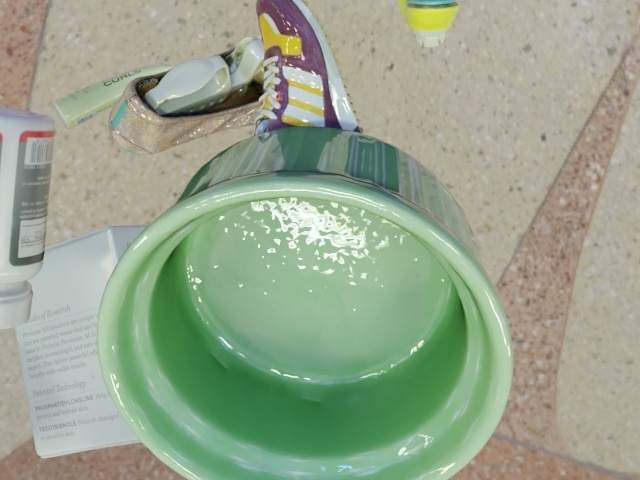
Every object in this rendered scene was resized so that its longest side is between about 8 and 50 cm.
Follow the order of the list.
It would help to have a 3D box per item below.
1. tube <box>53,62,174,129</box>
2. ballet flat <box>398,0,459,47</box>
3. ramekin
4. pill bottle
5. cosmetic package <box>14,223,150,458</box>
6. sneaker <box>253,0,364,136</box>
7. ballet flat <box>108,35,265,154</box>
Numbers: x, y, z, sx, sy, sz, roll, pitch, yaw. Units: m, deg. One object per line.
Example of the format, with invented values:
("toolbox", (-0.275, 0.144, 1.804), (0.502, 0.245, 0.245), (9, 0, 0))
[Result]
("tube", (-0.407, -0.299, 1.720), (0.240, 0.070, 0.062), (-30, 157, -17))
("ballet flat", (0.156, -0.323, 1.266), (0.077, 0.231, 0.077), (-3, 112, -1))
("ramekin", (-0.007, 0.058, 0.691), (0.303, 0.148, 0.303), (3, 120, 5))
("pill bottle", (-0.451, -0.035, 1.170), (0.161, 0.161, 0.283), (9, 100, 2))
("cosmetic package", (-0.373, 0.191, 1.748), (0.327, 0.329, 0.394), (-17, 82, 32))
("sneaker", (-0.026, -0.119, 0.728), (0.084, 0.069, 0.186), (-26, 94, -16))
("ballet flat", (-0.111, -0.192, 1.075), (0.107, 0.316, 0.106), (50, 145, 15))
